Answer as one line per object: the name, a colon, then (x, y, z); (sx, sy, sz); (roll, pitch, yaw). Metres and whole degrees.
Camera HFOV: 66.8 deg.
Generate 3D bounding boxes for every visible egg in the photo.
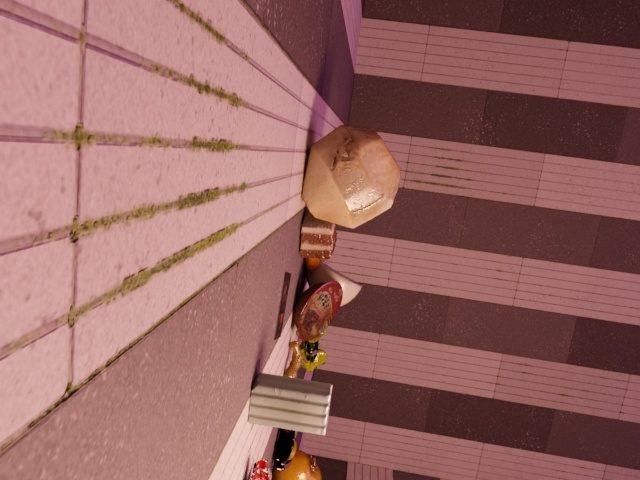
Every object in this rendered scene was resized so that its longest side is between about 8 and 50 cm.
egg: (0.031, 0.200, 2.101); (0.162, 0.270, 0.206); (-62, 172, 2)

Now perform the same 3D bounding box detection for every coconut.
coconut: (0.089, -0.210, 1.635); (0.352, 0.352, 0.353); (8, 90, -86)

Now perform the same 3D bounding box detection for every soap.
soap: (-0.075, 0.410, 1.220); (0.066, 0.197, 0.119); (-67, 164, -76)

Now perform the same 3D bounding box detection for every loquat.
loquat: (-0.097, 0.970, 1.989); (0.208, 0.207, 0.208); (8, 90, -86)

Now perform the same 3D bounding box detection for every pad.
pad: (-0.119, 0.207, 1.547); (0.143, 0.003, 0.212); (61, 38, -83)

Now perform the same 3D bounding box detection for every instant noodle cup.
instant noodle cup: (-0.027, 0.263, 1.938); (0.274, 0.090, 0.274); (-34, 138, -36)

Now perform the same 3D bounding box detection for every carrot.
carrot: (-0.032, 0.033, 1.951); (0.067, 0.067, 0.225); (-76, 171, -51)

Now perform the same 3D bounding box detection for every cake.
cake: (-0.008, -0.027, 1.769); (0.135, 0.134, 0.147); (-77, 164, -50)

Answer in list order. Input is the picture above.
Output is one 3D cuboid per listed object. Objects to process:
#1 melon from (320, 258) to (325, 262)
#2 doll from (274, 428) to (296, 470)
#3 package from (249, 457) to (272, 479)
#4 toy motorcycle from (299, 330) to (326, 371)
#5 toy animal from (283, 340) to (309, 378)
melon: (0.000, 0.000, 2.031); (0.128, 0.079, 0.160); (-122, -161, -56)
doll: (-0.135, 0.799, 1.946); (0.249, 0.088, 0.127); (-82, 177, -50)
package: (-0.185, 0.724, 1.280); (0.194, 0.071, 0.270); (70, 29, -50)
toy motorcycle: (-0.036, 0.421, 2.160); (0.206, 0.142, 0.343); (-68, 164, -67)
toy animal: (-0.111, 0.499, 1.884); (0.136, 0.073, 0.182); (81, 28, -49)
